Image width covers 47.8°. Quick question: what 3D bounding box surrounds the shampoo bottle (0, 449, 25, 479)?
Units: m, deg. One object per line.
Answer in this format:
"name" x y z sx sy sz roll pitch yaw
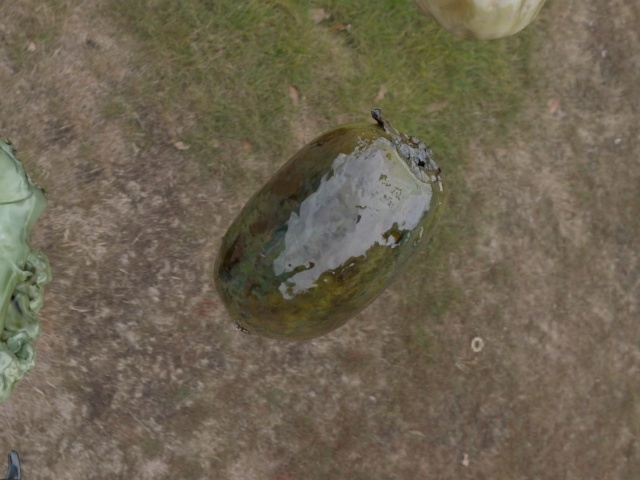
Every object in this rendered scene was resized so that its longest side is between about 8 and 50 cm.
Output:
"shampoo bottle" -0.256 0.256 0.569 0.101 0.284 0.101 -2 95 -19

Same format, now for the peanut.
"peanut" 0.165 -0.376 0.872 0.169 0.387 0.192 -14 140 3

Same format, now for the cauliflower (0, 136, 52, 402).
"cauliflower" -0.417 0.055 0.846 0.281 0.327 0.260 -31 149 -12

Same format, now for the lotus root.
"lotus root" 0.000 0.000 0.733 0.160 0.275 0.152 53 30 15
